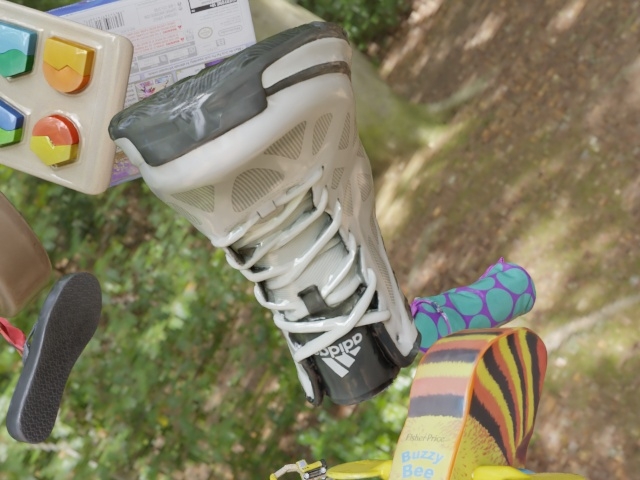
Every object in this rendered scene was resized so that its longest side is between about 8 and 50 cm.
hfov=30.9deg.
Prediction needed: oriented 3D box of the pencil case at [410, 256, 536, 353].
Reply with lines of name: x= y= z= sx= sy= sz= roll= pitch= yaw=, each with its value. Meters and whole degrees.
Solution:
pencil case: x=0.165 y=0.072 z=1.263 sx=0.151 sy=0.070 sz=0.064 roll=-19 pitch=-23 yaw=-38

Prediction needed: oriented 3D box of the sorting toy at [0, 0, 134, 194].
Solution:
sorting toy: x=-0.332 y=-0.168 z=1.351 sx=0.038 sy=0.208 sz=0.193 roll=-43 pitch=-32 yaw=-69

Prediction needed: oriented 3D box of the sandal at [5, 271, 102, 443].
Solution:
sandal: x=-0.381 y=0.154 z=1.611 sx=0.054 sy=0.097 sz=0.254 roll=4 pitch=63 yaw=32

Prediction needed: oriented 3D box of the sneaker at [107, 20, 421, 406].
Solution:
sneaker: x=0.001 y=0.000 z=0.873 sx=0.169 sy=0.257 sz=0.447 roll=-25 pitch=-4 yaw=7

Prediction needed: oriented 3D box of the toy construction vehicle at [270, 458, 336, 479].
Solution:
toy construction vehicle: x=-0.022 y=0.339 z=1.621 sx=0.086 sy=0.098 sz=0.035 roll=88 pitch=162 yaw=-50

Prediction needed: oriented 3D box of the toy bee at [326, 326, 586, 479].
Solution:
toy bee: x=0.087 y=0.187 z=0.779 sx=0.195 sy=0.162 sz=0.298 roll=-29 pitch=53 yaw=31

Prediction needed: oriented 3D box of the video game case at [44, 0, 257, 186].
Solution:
video game case: x=-0.215 y=-0.224 z=1.584 sx=0.061 sy=0.269 sz=0.244 roll=-138 pitch=34 yaw=-59

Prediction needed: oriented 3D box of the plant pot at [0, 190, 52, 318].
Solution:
plant pot: x=-0.418 y=0.029 z=1.058 sx=0.229 sy=0.263 sz=0.263 roll=-50 pitch=3 yaw=-22

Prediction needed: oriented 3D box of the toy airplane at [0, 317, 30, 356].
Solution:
toy airplane: x=-0.488 y=0.135 z=1.793 sx=0.028 sy=0.151 sz=0.151 roll=-45 pitch=1 yaw=-19
